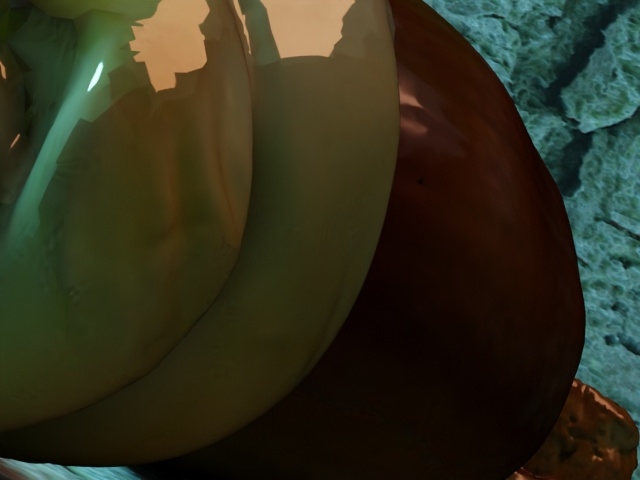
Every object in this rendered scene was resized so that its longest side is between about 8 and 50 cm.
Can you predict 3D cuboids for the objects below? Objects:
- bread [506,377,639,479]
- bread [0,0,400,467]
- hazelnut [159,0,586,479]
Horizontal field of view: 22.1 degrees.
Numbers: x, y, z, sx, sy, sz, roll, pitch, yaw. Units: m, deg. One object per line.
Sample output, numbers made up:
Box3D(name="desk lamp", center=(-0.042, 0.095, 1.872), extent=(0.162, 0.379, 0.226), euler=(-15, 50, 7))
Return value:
Box3D(name="bread", center=(0.137, 0.164, 1.269), extent=(0.195, 0.149, 0.344), euler=(32, -3, 6))
Box3D(name="bread", center=(-0.173, -0.087, 0.686), extent=(0.424, 0.329, 0.245), euler=(33, 3, 23))
Box3D(name="hazelnut", center=(-0.008, -0.003, 0.997), extent=(0.365, 0.366, 0.366), euler=(27, 0, 0))
